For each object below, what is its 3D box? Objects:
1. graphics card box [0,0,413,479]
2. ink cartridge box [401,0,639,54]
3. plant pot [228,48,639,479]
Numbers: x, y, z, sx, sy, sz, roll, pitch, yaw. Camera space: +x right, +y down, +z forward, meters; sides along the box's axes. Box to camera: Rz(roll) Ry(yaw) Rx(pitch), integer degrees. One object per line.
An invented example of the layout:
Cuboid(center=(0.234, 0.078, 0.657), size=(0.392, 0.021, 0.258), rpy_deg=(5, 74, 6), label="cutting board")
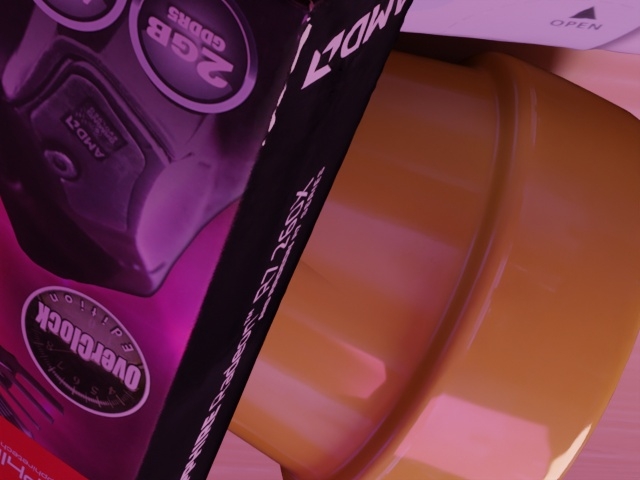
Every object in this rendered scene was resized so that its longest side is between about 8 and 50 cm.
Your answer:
Cuboid(center=(-0.123, -0.022, 0.566), size=(0.232, 0.094, 0.371), rpy_deg=(36, 133, 12), label="graphics card box")
Cuboid(center=(0.141, -0.170, 0.475), size=(0.308, 0.091, 0.385), rpy_deg=(5, 165, -12), label="ink cartridge box")
Cuboid(center=(0.000, 0.000, 0.734), size=(0.239, 0.254, 0.254), rpy_deg=(25, 146, -14), label="plant pot")
